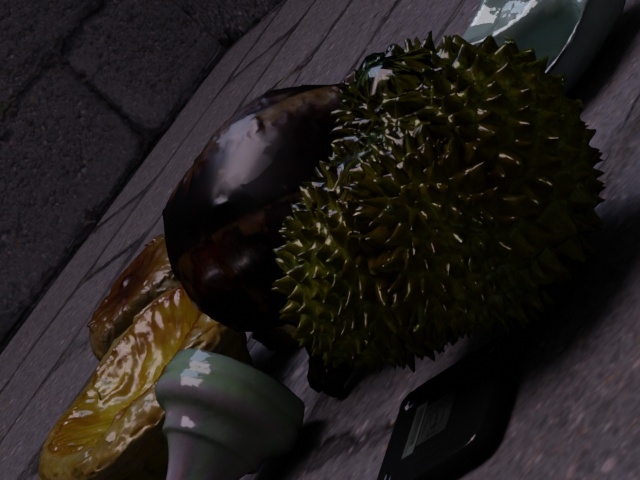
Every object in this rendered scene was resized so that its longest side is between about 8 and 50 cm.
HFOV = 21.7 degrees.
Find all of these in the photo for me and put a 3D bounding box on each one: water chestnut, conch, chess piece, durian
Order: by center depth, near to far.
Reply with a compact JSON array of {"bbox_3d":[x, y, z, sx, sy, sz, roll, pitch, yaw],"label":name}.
[{"bbox_3d":[0.097,-0.025,1.269,0.291,0.224,0.291,-60,9,17],"label":"durian"},{"bbox_3d":[-0.124,0.242,1.489,0.139,0.139,0.272,-24,38,62],"label":"chess piece"},{"bbox_3d":[0.000,0.000,1.531,0.300,0.300,0.300,-46,13,14],"label":"water chestnut"},{"bbox_3d":[0.210,-0.198,1.625,0.221,0.121,0.185,-56,13,-1],"label":"conch"}]

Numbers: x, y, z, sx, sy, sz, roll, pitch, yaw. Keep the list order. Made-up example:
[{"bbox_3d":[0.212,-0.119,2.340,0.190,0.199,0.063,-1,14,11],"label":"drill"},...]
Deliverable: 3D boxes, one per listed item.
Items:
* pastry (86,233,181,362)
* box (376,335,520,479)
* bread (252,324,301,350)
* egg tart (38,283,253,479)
[{"bbox_3d":[-0.231,0.083,2.326,0.218,0.100,0.229,-38,18,39],"label":"pastry"},{"bbox_3d":[0.094,0.135,1.245,0.125,0.027,0.126,-39,16,36],"label":"box"},{"bbox_3d":[-0.023,0.074,1.800,0.090,0.035,0.094,-53,13,-22],"label":"bread"},{"bbox_3d":[-0.162,0.170,1.781,0.319,0.128,0.319,-43,15,14],"label":"egg tart"}]
